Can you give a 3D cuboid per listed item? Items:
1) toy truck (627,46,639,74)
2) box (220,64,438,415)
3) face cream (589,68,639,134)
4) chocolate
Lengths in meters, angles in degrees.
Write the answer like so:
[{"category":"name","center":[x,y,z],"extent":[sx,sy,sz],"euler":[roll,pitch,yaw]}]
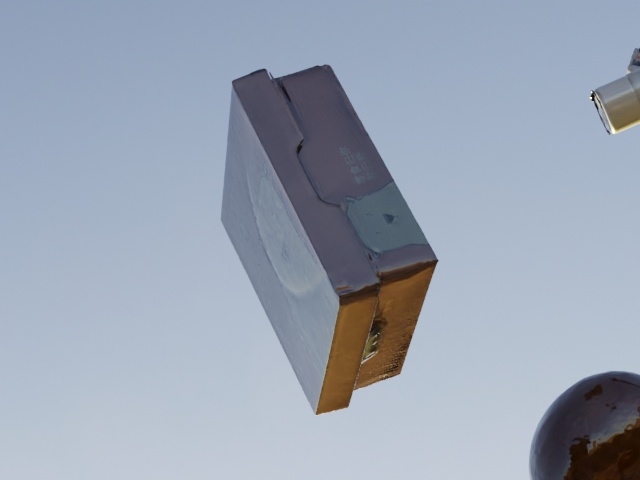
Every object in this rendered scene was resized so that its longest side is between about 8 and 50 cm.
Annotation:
[{"category":"toy truck","center":[0.517,-0.244,2.213],"extent":[0.063,0.123,0.052],"euler":[-58,-29,-28]},{"category":"box","center":[0.000,0.000,1.204],"extent":[0.086,0.215,0.215],"euler":[-18,-27,-16]},{"category":"face cream","center":[0.423,-0.190,1.654],"extent":[0.243,0.058,0.092],"euler":[-24,-9,6]},{"category":"chocolate","center":[0.285,0.221,1.482],"extent":[0.176,0.177,0.177],"euler":[-15,-35,-11]}]
